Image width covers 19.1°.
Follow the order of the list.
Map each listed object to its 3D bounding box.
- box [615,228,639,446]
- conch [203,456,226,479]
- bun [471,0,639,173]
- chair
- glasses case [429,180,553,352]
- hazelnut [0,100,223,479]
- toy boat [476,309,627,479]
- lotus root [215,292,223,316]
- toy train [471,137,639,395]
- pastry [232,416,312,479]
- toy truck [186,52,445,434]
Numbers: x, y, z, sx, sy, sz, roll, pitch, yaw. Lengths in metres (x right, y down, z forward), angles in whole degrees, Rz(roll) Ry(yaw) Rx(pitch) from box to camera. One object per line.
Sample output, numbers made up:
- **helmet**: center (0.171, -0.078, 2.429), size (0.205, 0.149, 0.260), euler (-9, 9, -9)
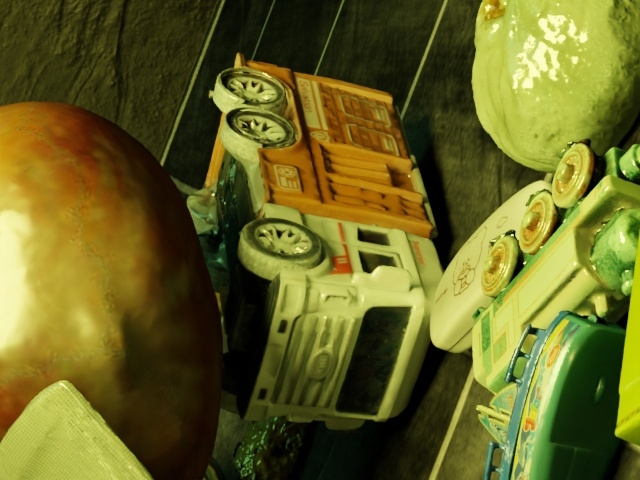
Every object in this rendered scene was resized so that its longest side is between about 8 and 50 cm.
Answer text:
- **box**: center (0.253, -0.055, 1.129), size (0.187, 0.047, 0.335), euler (132, 156, -56)
- **conch**: center (-0.158, 0.295, 2.055), size (0.200, 0.131, 0.172), euler (60, -163, -72)
- **bun**: center (0.177, -0.148, 1.419), size (0.195, 0.118, 0.195), euler (-162, 90, -74)
- **chair**: center (-0.073, 0.241, 1.355), size (0.319, 0.186, 0.160), euler (52, 134, 22)
- **glasses case**: center (0.136, 0.022, 1.464), size (0.193, 0.049, 0.074), euler (131, 156, -53)
- **hazelnut**: center (-0.227, 0.071, 1.518), size (0.366, 0.366, 0.365), euler (-160, 90, -77)
- **toy boat**: center (0.137, 0.125, 1.228), size (0.110, 0.091, 0.175), euler (24, 99, 58)
- **lotus root**: center (-0.046, -0.020, 2.075), size (0.260, 0.128, 0.145), euler (-61, 6, 26)
- **toy train**: center (0.171, 0.022, 1.274), size (0.194, 0.081, 0.125), euler (127, 154, -44)
- **pastry**: center (-0.038, 0.181, 1.904), size (0.140, 0.056, 0.080), euler (-59, 17, -7)
- **toy truck**: center (0.000, 0.000, 1.703), size (0.387, 0.207, 0.173), euler (-102, 24, -55)
